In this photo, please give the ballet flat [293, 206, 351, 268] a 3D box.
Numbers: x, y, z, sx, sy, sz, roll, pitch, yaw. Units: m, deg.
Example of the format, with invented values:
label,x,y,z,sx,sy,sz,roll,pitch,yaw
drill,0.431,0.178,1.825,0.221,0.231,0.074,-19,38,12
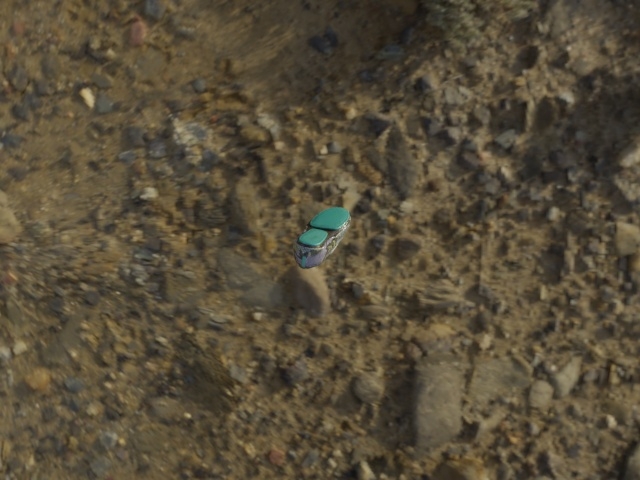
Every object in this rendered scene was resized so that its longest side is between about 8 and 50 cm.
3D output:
label,x,y,z,sx,sy,sz,roll,pitch,yaw
ballet flat,0.000,0.000,0.937,0.041,0.041,0.114,63,27,-10
